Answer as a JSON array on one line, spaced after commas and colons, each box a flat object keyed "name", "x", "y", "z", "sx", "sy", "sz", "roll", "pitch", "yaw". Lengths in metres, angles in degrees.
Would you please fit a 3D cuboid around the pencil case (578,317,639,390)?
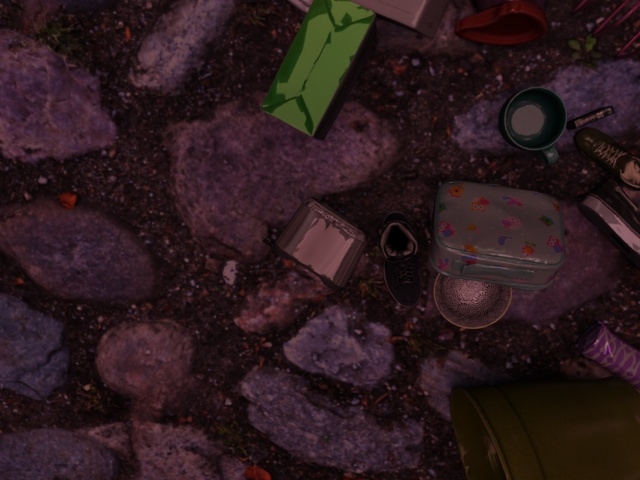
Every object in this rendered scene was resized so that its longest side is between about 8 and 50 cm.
[{"name": "pencil case", "x": 0.684, "y": 0.266, "z": 1.335, "sx": 0.206, "sy": 0.086, "sz": 0.088, "roll": 31, "pitch": 113, "yaw": 0}]

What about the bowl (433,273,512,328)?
[{"name": "bowl", "x": 0.338, "y": 0.108, "z": 1.351, "sx": 0.170, "sy": 0.080, "sz": 0.170, "roll": 1, "pitch": 98, "yaw": 5}]

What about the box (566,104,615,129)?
[{"name": "box", "x": 0.577, "y": -0.263, "z": 1.279, "sx": 0.083, "sy": 0.067, "sz": 0.018, "roll": -22, "pitch": 96, "yaw": 8}]

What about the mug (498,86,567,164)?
[{"name": "mug", "x": 0.448, "y": -0.245, "z": 1.280, "sx": 0.130, "sy": 0.097, "sz": 0.157, "roll": 5, "pitch": 99, "yaw": 5}]

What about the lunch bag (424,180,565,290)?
[{"name": "lunch bag", "x": 0.363, "y": -0.008, "z": 1.263, "sx": 0.279, "sy": 0.224, "sz": 0.107, "roll": 8, "pitch": 143, "yaw": 5}]

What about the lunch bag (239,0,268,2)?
[{"name": "lunch bag", "x": -0.151, "y": -0.573, "z": 1.317, "sx": 0.071, "sy": 0.053, "sz": 0.083, "roll": 1, "pitch": 89, "yaw": 4}]

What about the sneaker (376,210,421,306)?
[{"name": "sneaker", "x": 0.178, "y": 0.055, "z": 1.320, "sx": 0.086, "sy": 0.163, "sz": 0.226, "roll": -11, "pitch": 98, "yaw": 6}]

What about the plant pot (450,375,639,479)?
[{"name": "plant pot", "x": 0.511, "y": 0.450, "z": 1.274, "sx": 0.353, "sy": 0.366, "sz": 0.366, "roll": -14, "pitch": 97, "yaw": -5}]

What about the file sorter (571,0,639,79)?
[{"name": "file sorter", "x": 0.676, "y": -0.434, "z": 1.177, "sx": 0.291, "sy": 0.202, "sz": 0.182, "roll": 42, "pitch": 101, "yaw": -1}]

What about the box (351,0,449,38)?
[{"name": "box", "x": 0.183, "y": -0.610, "z": 1.173, "sx": 0.215, "sy": 0.168, "sz": 0.345, "roll": 28, "pitch": 110, "yaw": 15}]

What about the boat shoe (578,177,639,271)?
[{"name": "boat shoe", "x": 0.704, "y": -0.005, "z": 1.285, "sx": 0.105, "sy": 0.113, "sz": 0.306, "roll": -43, "pitch": 77, "yaw": 4}]

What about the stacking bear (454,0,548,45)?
[{"name": "stacking bear", "x": 0.388, "y": -0.564, "z": 1.213, "sx": 0.164, "sy": 0.175, "sz": 0.288, "roll": 5, "pitch": 88, "yaw": -36}]

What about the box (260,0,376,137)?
[{"name": "box", "x": 0.007, "y": -0.351, "z": 1.242, "sx": 0.127, "sy": 0.231, "sz": 0.261, "roll": 28, "pitch": 100, "yaw": 1}]

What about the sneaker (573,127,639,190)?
[{"name": "sneaker", "x": 0.636, "y": -0.175, "z": 1.276, "sx": 0.192, "sy": 0.086, "sz": 0.064, "roll": 40, "pitch": 100, "yaw": -1}]

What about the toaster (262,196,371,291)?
[{"name": "toaster", "x": 0.000, "y": 0.000, "z": 1.349, "sx": 0.227, "sy": 0.129, "sz": 0.146, "roll": 33, "pitch": 96, "yaw": 3}]

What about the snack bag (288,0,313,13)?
[{"name": "snack bag", "x": -0.064, "y": -0.706, "z": 1.271, "sx": 0.343, "sy": 0.037, "sz": 0.323, "roll": 35, "pitch": 91, "yaw": 0}]
